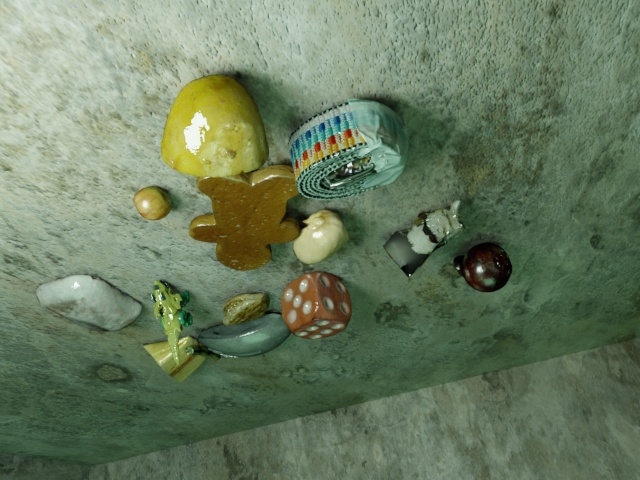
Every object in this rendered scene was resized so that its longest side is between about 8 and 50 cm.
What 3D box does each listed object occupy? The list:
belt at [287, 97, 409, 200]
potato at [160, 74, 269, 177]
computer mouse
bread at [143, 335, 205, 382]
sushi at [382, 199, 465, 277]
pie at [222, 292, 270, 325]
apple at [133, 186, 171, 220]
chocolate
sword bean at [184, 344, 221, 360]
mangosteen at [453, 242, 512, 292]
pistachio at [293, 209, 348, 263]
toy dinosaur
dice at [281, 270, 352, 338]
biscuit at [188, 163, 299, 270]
[{"bbox_3d":[0.063,-0.186,1.184,0.257,0.150,0.207,-19,158,16],"label":"belt"},{"bbox_3d":[-0.198,-0.227,1.030,0.203,0.178,0.158,7,134,4],"label":"potato"},{"bbox_3d":[-0.276,0.365,2.047,0.374,0.114,0.203,-17,150,13],"label":"computer mouse"},{"bbox_3d":[-0.548,0.425,2.149,0.178,0.135,0.240,-41,153,-15],"label":"bread"},{"bbox_3d":[0.325,-0.021,1.604,0.109,0.134,0.273,6,134,-50],"label":"sushi"},{"bbox_3d":[-0.249,0.228,1.861,0.163,0.079,0.193,1,149,-34],"label":"pie"},{"bbox_3d":[-0.386,-0.086,1.280,0.071,0.084,0.084,-35,148,-1],"label":"apple"},{"bbox_3d":[-0.687,0.202,1.662,0.185,0.100,0.303,-15,147,14],"label":"chocolate"},{"bbox_3d":[-0.444,0.431,2.130,0.038,0.043,0.269,3,164,15],"label":"sword bean"},{"bbox_3d":[0.524,0.091,1.802,0.184,0.172,0.172,-10,157,41],"label":"mangosteen"},{"bbox_3d":[0.000,0.000,1.506,0.145,0.117,0.200,12,145,-10],"label":"pistachio"},{"bbox_3d":[-0.444,0.243,1.682,0.094,0.259,0.153,-15,177,11],"label":"toy dinosaur"},{"bbox_3d":[-0.010,0.217,1.820,0.175,0.179,0.174,-35,142,32],"label":"dice"},{"bbox_3d":[-0.190,-0.055,1.407,0.283,0.064,0.432,0,148,-8],"label":"biscuit"}]
